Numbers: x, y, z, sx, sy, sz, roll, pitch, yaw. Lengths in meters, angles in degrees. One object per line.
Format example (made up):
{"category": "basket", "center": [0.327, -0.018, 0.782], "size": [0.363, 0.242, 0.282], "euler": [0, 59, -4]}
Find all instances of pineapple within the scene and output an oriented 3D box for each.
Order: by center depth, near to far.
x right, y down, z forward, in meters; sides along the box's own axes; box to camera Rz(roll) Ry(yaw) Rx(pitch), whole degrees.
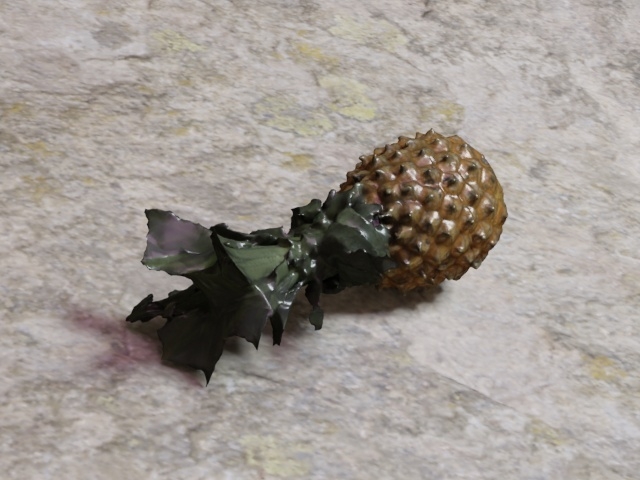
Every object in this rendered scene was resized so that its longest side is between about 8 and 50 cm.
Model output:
{"category": "pineapple", "center": [0.000, 0.000, 1.316], "size": [0.277, 0.119, 0.130], "euler": [-21, 66, -42]}
